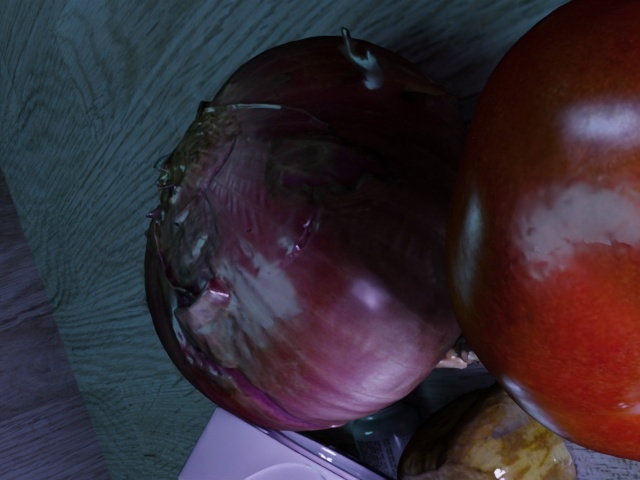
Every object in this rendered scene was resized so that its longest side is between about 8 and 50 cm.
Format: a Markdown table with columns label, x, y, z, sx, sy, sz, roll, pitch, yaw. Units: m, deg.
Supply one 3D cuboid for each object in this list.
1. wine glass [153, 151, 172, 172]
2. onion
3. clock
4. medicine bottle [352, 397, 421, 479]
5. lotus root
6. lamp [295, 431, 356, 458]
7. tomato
| label | x | y | z | sx | sy | sz | roll | pitch | yaw |
| --- | --- | --- | --- | --- | --- | --- | --- | --- | --- |
| wine glass | -0.131 | -0.012 | 1.148 | 0.126 | 0.126 | 0.241 | -27 | 83 | 61 |
| onion | -0.004 | -0.011 | 0.743 | 0.353 | 0.353 | 0.354 | 37 | 137 | 45 |
| clock | 0.054 | 0.263 | 0.782 | 0.290 | 0.080 | 0.275 | 23 | 171 | 29 |
| medicine bottle | 0.082 | 0.233 | 0.970 | 0.079 | 0.079 | 0.140 | -10 | 98 | 61 |
| lotus root | 0.153 | 0.191 | 0.797 | 0.159 | 0.135 | 0.095 | 21 | 124 | 38 |
| lamp | -0.052 | 0.344 | 1.187 | 0.274 | 0.177 | 0.177 | -1 | 105 | 62 |
| tomato | 0.207 | -0.018 | 0.446 | 0.299 | 0.298 | 0.226 | 121 | 165 | -54 |
